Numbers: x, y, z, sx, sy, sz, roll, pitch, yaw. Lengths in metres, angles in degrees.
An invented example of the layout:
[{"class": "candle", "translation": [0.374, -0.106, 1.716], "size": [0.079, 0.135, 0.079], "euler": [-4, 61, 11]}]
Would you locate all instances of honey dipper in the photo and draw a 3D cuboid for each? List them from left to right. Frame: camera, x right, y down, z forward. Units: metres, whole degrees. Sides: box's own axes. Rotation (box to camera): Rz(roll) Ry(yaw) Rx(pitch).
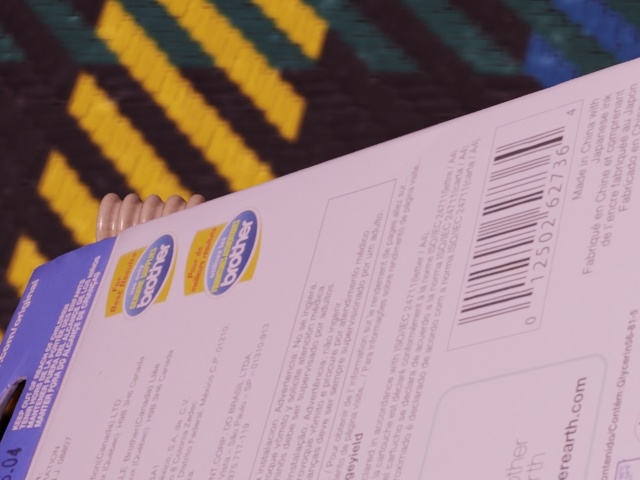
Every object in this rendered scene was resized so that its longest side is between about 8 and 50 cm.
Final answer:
[{"class": "honey dipper", "translation": [0.000, 0.000, 0.698], "size": [0.161, 0.030, 0.030], "euler": [2, 54, 10]}]

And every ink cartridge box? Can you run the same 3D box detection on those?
[{"class": "ink cartridge box", "translation": [0.003, 0.059, 0.573], "size": [0.311, 0.065, 0.185], "euler": [-15, 45, 37]}]
